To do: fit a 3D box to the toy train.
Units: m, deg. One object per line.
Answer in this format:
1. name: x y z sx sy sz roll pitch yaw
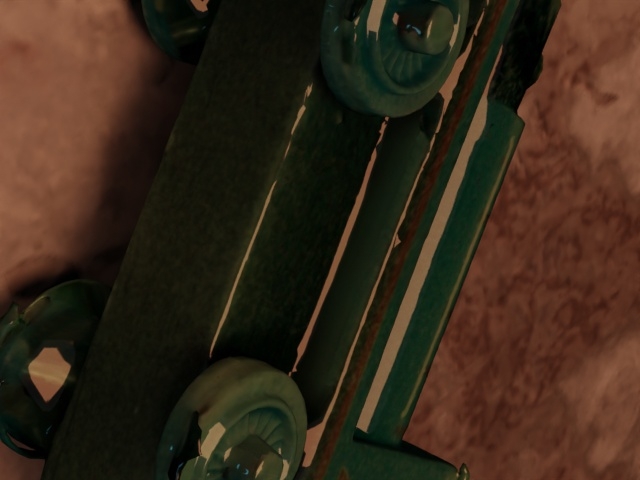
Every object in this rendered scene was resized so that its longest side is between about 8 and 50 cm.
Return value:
1. toy train: 0.000 0.000 0.710 0.194 0.120 0.298 22 89 -52
